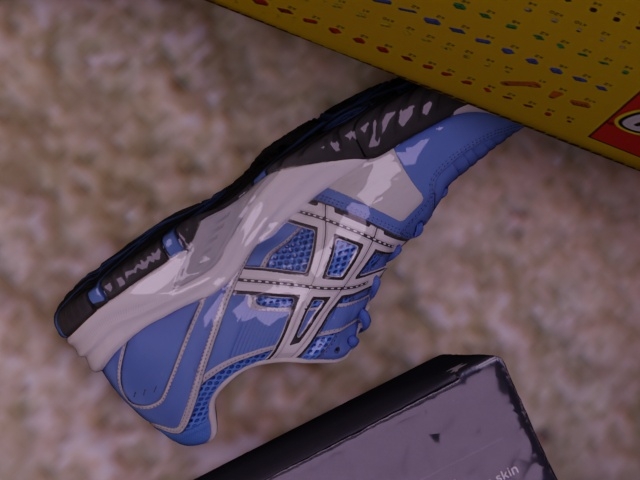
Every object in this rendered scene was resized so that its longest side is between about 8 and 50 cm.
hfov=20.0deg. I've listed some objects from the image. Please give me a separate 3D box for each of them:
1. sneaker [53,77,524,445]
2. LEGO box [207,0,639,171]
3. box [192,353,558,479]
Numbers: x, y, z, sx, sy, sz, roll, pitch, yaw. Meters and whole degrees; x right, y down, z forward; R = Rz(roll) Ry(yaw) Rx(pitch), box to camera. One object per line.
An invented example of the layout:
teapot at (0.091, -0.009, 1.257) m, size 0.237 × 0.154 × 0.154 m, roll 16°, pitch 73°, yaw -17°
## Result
sneaker at (0.000, 0.000, 0.729) m, size 0.211 × 0.080 × 0.081 m, roll -34°, pitch 99°, yaw 0°
LEGO box at (0.048, -0.269, 0.641) m, size 0.500 × 0.193 × 0.372 m, roll 21°, pitch 67°, yaw -9°
box at (0.025, 0.147, 0.709) m, size 0.156 × 0.093 × 0.158 m, roll -26°, pitch 92°, yaw -10°
